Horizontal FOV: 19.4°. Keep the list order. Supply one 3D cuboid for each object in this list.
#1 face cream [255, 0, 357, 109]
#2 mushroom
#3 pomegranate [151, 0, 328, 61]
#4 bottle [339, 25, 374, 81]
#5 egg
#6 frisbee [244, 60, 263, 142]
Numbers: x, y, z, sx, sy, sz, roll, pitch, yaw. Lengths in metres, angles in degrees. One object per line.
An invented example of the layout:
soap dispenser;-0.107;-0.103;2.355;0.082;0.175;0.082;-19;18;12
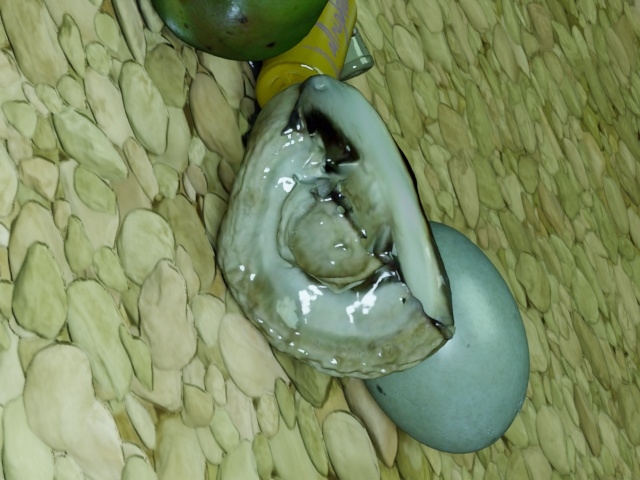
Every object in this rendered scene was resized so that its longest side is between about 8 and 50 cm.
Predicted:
face cream;-0.006;-0.216;1.921;0.078;0.078;0.273;56;26;-25
mushroom;-0.001;-0.006;1.691;0.267;0.164;0.189;53;24;-25
pomegranate;-0.055;-0.266;1.736;0.225;0.187;0.187;-31;99;-45
bottle;0.021;-0.229;2.056;0.047;0.063;0.101;-20;85;-38
egg;0.114;0.095;1.834;0.236;0.169;0.169;68;24;-7
frisbee;-0.058;-0.167;1.881;0.187;0.012;0.211;62;25;-12
